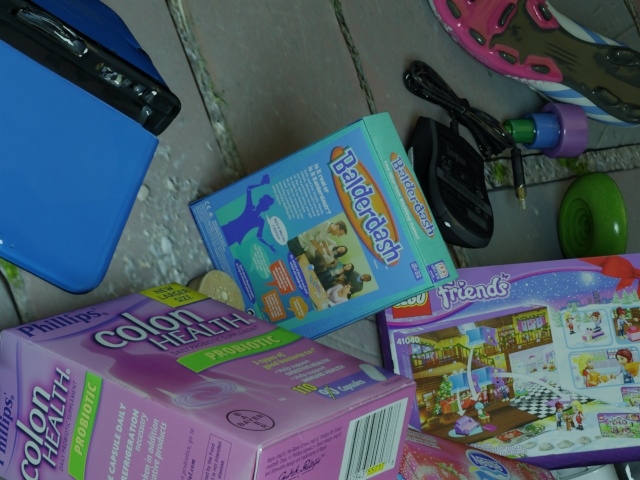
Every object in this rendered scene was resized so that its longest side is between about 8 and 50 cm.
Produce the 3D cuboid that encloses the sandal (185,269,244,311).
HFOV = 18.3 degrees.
[{"bbox_3d":[-0.077,0.121,1.685,0.088,0.079,0.240,33,45,-38],"label":"sandal"}]

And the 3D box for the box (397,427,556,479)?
[{"bbox_3d":[0.125,0.268,1.787,0.257,0.128,0.122,21,29,-47],"label":"box"}]

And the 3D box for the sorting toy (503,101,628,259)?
[{"bbox_3d":[0.270,0.009,2.234,0.126,0.127,0.365,-3,65,-23],"label":"sorting toy"}]

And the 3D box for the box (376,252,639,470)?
[{"bbox_3d":[0.210,0.122,1.927,0.293,0.057,0.201,-4,66,-7],"label":"box"}]

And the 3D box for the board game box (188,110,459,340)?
[{"bbox_3d":[0.000,0.000,1.749,0.047,0.210,0.160,-18,85,-56],"label":"board game box"}]

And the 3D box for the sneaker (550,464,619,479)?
[{"bbox_3d":[0.295,0.289,2.026,0.366,0.137,0.210,47,35,-30],"label":"sneaker"}]

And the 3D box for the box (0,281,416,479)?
[{"bbox_3d":[-0.090,0.139,1.499,0.213,0.243,0.117,-15,120,-55],"label":"box"}]

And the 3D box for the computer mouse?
[{"bbox_3d":[0.155,-0.060,2.135,0.184,0.060,0.262,33,34,-33],"label":"computer mouse"}]

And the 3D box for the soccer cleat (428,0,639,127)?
[{"bbox_3d":[0.251,-0.222,2.336,0.331,0.143,0.116,29,80,-16],"label":"soccer cleat"}]

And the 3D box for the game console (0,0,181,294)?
[{"bbox_3d":[-0.279,-0.133,1.623,0.293,0.173,0.250,32,15,-40],"label":"game console"}]

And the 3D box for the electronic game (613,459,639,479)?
[{"bbox_3d":[0.370,0.215,2.012,0.229,0.048,0.229,24,53,-35],"label":"electronic game"}]
